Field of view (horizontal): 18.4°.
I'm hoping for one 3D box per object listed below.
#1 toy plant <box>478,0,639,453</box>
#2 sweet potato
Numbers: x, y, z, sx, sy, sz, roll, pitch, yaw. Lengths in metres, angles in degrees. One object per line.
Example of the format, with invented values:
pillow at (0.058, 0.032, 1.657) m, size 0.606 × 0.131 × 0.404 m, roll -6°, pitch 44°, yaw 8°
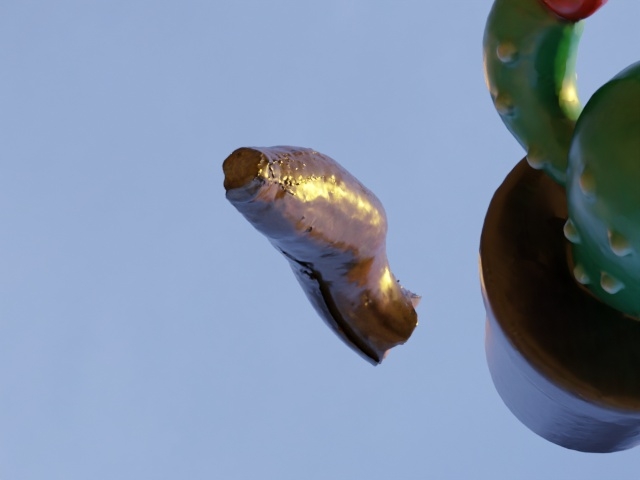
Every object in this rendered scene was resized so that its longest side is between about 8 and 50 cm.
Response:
toy plant at (0.181, -0.004, 1.120) m, size 0.185 × 0.400 × 0.279 m, roll -21°, pitch -107°, yaw -10°
sweet potato at (0.007, -0.003, 1.456) m, size 0.085 × 0.286 × 0.112 m, roll -21°, pitch -122°, yaw 9°
